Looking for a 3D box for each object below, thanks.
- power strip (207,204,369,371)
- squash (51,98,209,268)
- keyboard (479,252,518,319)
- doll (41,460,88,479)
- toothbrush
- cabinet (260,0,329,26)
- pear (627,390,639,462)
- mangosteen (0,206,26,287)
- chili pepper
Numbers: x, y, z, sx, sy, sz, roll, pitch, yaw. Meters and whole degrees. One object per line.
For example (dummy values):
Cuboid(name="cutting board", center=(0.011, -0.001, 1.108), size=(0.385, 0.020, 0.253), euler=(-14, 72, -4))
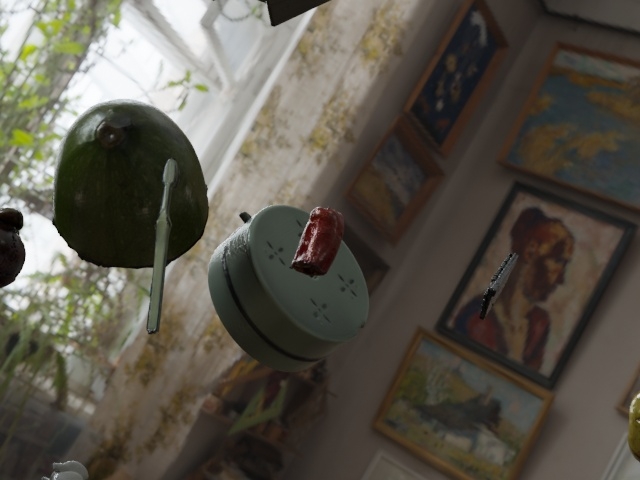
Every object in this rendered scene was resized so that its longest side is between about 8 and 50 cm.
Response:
Cuboid(name="power strip", center=(-0.073, 0.092, 1.949), size=(0.357, 0.357, 0.161), euler=(34, -52, -25))
Cuboid(name="squash", center=(-0.348, -0.147, 1.663), size=(0.310, 0.310, 0.309), euler=(29, -33, 9))
Cuboid(name="keyboard", center=(0.289, 0.072, 1.478), size=(0.018, 0.060, 0.195), euler=(21, 22, 16))
Cuboid(name="doll", center=(-0.580, 0.653, 2.110), size=(0.099, 0.188, 0.384), euler=(32, 15, -32))
Cuboid(name="toothbrush", center=(-0.242, 0.004, 1.396), size=(0.026, 0.294, 0.028), euler=(-6, -28, 18))
Cuboid(name="cabinet", center=(-0.074, -0.439, 1.256), size=(0.175, 0.148, 0.215), euler=(34, -35, 45))
Cuboid(name="pear", center=(0.652, 0.344, 1.668), size=(0.178, 0.178, 0.178), euler=(30, -8, 5))
Cuboid(name="mangosteen", center=(-0.683, 0.012, 1.865), size=(0.166, 0.180, 0.166), euler=(12, -28, 6))
Cuboid(name="chili pepper", center=(0.000, 0.000, 1.563), size=(0.070, 0.123, 0.073), euler=(19, -20, 5))
